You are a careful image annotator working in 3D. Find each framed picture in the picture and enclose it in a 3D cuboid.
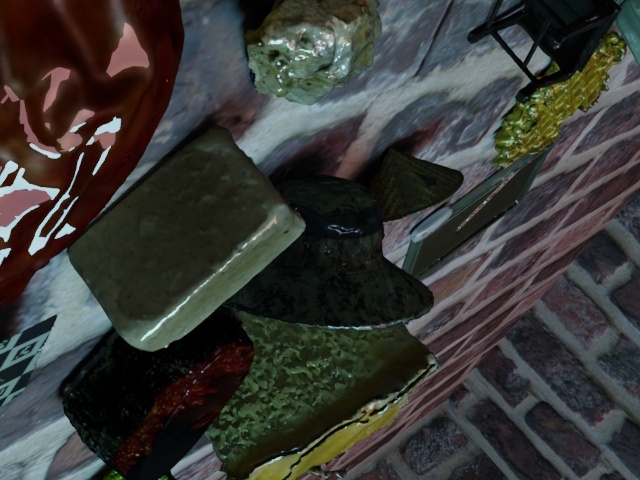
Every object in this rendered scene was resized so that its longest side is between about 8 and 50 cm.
[{"bbox_3d":[0.267,-0.042,1.679,0.315,0.024,0.232,-35,161,-19],"label":"framed picture"}]

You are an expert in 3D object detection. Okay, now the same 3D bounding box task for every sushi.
[{"bbox_3d":[-0.330,0.129,0.786,0.210,0.040,0.192,-30,167,-39],"label":"sushi"},{"bbox_3d":[-0.176,0.151,1.037,0.225,0.126,0.136,-55,158,20],"label":"sushi"}]

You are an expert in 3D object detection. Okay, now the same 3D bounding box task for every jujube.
[{"bbox_3d":[-0.173,-0.063,0.444,0.250,0.174,0.174,-50,161,20],"label":"jujube"}]

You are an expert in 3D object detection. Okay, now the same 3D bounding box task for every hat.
[{"bbox_3d":[0.000,0.000,1.011,0.265,0.266,0.128,-19,115,-52],"label":"hat"},{"bbox_3d":[0.094,-0.083,1.161,0.146,0.067,0.146,-20,-160,7],"label":"hat"}]

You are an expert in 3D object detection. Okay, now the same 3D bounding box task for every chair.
[{"bbox_3d":[0.282,-0.262,1.050,0.229,0.113,0.106,-30,161,-24],"label":"chair"}]

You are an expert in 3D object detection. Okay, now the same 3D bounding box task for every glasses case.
[{"bbox_3d":[0.176,-0.026,1.520,0.083,0.021,0.032,-36,164,-18],"label":"glasses case"}]

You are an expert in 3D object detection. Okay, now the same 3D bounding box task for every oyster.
[{"bbox_3d":[0.008,-0.155,0.778,0.133,0.072,0.209,-38,164,-4],"label":"oyster"}]

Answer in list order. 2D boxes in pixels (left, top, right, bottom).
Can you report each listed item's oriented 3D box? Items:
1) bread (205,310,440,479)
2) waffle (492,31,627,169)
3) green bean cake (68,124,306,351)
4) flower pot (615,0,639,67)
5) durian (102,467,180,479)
[{"bbox_3d":[-0.035,0.202,1.255,0.315,0.248,0.279,-31,158,-21],"label":"bread"},{"bbox_3d":[0.356,-0.211,1.421,0.229,0.051,0.231,-25,156,-35],"label":"waffle"},{"bbox_3d":[-0.113,0.000,0.820,0.179,0.109,0.085,-42,164,1],"label":"green bean cake"},{"bbox_3d":[0.602,-0.359,1.317,0.367,0.164,0.254,-34,165,29],"label":"flower pot"},{"bbox_3d":[-0.263,0.368,1.380,0.132,0.106,0.375,-27,158,-33],"label":"durian"}]
